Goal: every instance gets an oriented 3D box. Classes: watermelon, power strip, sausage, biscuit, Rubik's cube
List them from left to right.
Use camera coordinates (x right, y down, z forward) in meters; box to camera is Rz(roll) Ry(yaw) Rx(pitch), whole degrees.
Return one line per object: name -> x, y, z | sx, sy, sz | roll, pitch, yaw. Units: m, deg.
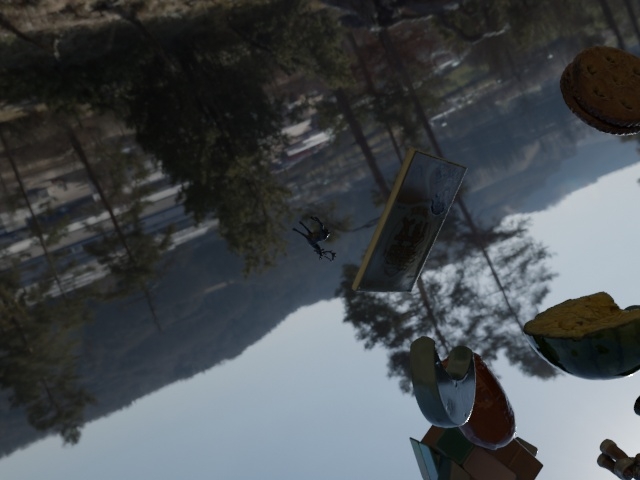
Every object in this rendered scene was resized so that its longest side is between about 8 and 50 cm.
power strip -> 0.247, 0.278, 1.197 | 0.054, 0.168, 0.253 | -8, 160, 31
Rubik's cube -> 0.487, 0.732, 2.021 | 0.358, 0.368, 0.387 | -50, -142, -16
sausage -> 0.402, 0.414, 1.585 | 0.153, 0.268, 0.141 | -30, 178, 4
watermelon -> 0.673, 0.242, 1.475 | 0.330, 0.190, 0.331 | -25, 178, -1
biscuit -> 0.625, -0.323, 1.319 | 0.220, 0.221, 0.066 | -22, 157, -21

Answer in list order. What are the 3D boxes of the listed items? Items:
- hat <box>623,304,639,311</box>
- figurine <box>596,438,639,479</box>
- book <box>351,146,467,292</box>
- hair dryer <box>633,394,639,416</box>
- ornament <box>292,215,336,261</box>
hat -> 0.902, 0.234, 1.638 | 0.077, 0.138, 0.191 | -33, -141, -5
figurine -> 0.569, 0.406, 1.045 | 0.093, 0.147, 0.197 | -1, -167, -17
book -> 0.182, -0.029, 1.241 | 0.020, 0.296, 0.207 | 32, -163, 38
hair dryer -> 0.832, 0.344, 1.464 | 0.057, 0.198, 0.100 | 26, 176, -31
ornament -> 0.000, 0.000, 1.387 | 0.073, 0.125, 0.028 | -24, -152, 30
